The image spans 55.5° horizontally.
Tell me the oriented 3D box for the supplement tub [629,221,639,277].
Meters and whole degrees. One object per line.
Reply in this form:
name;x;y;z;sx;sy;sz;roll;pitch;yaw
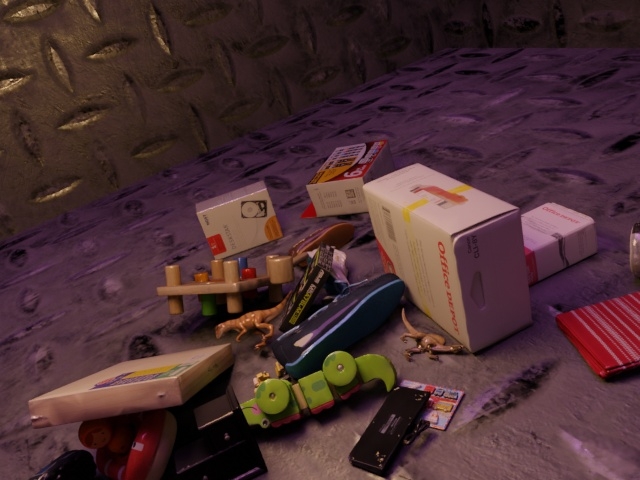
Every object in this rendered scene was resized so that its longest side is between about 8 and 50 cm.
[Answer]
supplement tub;0.728;0.020;1.211;0.190;0.117;0.117;2;32;35

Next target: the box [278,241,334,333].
box;-0.030;0.111;1.434;0.184;0.045;0.191;-58;5;14

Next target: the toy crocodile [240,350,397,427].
toy crocodile;-0.019;0.295;1.173;0.340;0.105;0.115;-21;-16;-5

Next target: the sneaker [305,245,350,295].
sneaker;0.035;0.072;1.594;0.092;0.087;0.229;-19;28;-13

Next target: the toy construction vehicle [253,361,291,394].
toy construction vehicle;-0.098;0.291;1.298;0.098;0.035;0.086;-20;25;-4

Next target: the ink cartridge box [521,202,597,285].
ink cartridge box;0.501;0.007;1.413;0.218;0.092;0.158;-25;26;-11

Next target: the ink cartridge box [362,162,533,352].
ink cartridge box;0.268;0.022;1.321;0.160;0.279;0.384;-22;26;-13

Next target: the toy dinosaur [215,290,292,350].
toy dinosaur;-0.139;0.185;1.410;0.211;0.064;0.112;-20;61;-16

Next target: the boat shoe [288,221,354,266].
boat shoe;0.000;0.000;1.772;0.207;0.073;0.073;-27;29;-20

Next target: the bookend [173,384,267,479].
bookend;-0.196;0.365;1.073;0.156;0.157;0.072;-23;25;-11

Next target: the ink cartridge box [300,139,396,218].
ink cartridge box;0.080;-0.210;2.075;0.271;0.130;0.309;-6;28;26

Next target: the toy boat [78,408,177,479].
toy boat;-0.373;0.366;1.125;0.231;0.151;0.151;-7;61;48

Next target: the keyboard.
keyboard;0.136;0.331;1.067;0.108;0.023;0.180;-1;36;44

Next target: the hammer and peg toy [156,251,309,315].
hammer and peg toy;-0.190;0.108;1.529;0.361;0.127;0.266;-5;1;27

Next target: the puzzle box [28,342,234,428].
puzzle box;-0.351;0.281;1.226;0.272;0.052;0.409;-10;-2;5

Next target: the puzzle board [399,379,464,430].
puzzle board;0.189;0.300;1.123;0.128;0.011;0.096;2;32;37

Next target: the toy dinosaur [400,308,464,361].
toy dinosaur;0.210;0.209;1.266;0.092;0.053;0.183;-16;28;-35

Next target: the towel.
towel;0.601;0.158;1.120;0.274;0.031;0.199;-15;23;1

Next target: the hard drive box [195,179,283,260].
hard drive box;-0.258;-0.063;1.943;0.232;0.181;0.089;-21;27;-4

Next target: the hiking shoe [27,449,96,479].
hiking shoe;-0.552;0.490;1.100;0.132;0.113;0.304;4;33;36

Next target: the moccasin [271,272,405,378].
moccasin;0.039;0.158;1.336;0.342;0.138;0.117;-29;44;-30
